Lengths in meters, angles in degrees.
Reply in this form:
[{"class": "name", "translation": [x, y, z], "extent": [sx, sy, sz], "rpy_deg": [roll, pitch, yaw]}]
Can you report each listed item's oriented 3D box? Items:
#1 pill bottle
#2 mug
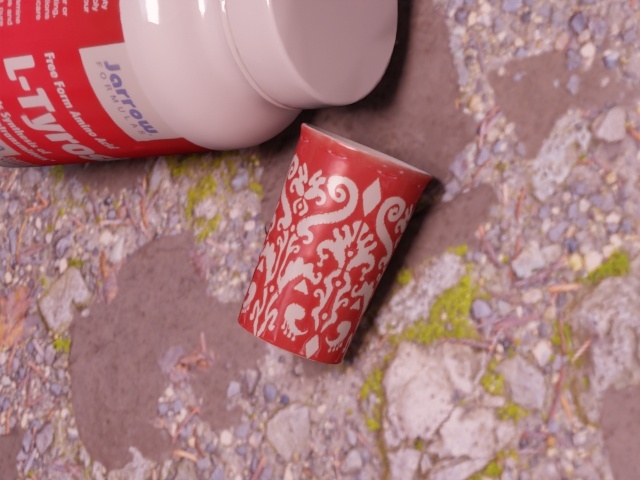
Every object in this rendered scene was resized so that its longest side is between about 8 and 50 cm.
[{"class": "pill bottle", "translation": [-0.147, -0.185, 1.300], "extent": [0.408, 0.229, 0.229], "rpy_deg": [-2, 75, 38]}, {"class": "mug", "translation": [0.009, 0.004, 1.221], "extent": [0.113, 0.150, 0.169], "rpy_deg": [22, 95, 4]}]
